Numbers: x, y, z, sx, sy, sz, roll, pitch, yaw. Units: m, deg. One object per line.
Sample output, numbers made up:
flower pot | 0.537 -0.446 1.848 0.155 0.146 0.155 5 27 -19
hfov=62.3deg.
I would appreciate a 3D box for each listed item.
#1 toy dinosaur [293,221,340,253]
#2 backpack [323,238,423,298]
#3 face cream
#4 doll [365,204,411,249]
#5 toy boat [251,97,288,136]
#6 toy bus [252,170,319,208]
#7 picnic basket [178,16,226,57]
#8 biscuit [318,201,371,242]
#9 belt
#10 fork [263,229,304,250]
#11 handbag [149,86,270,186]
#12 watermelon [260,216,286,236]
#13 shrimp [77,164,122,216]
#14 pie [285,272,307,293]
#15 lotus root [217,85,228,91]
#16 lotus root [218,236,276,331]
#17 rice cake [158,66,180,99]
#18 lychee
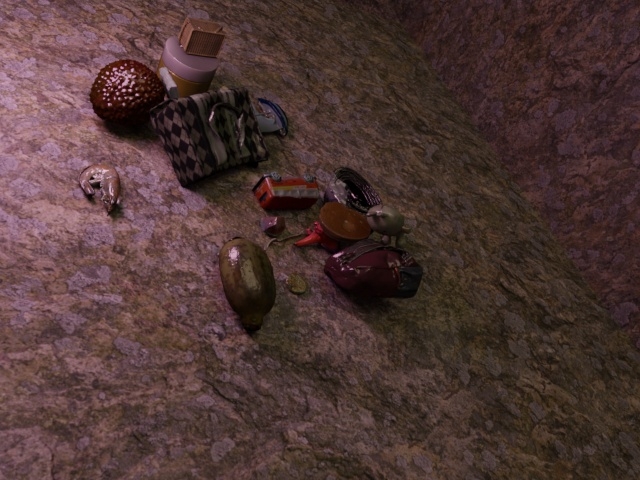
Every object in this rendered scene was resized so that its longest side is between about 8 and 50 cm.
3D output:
toy dinosaur | 0.006 0.005 2.015 0.139 0.070 0.286 58 41 -10
backpack | 0.170 0.097 1.905 0.317 0.197 0.283 2 14 -33
face cream | -0.548 -0.688 2.158 0.218 0.179 0.218 20 43 -20
doll | 0.249 -0.067 1.977 0.275 0.155 0.113 48 59 -55
toy boat | -0.259 -0.527 2.293 0.220 0.067 0.291 53 38 9
toy bus | -0.121 -0.186 2.050 0.265 0.121 0.120 -3 63 -39
picnic basket | -0.467 -0.798 2.090 0.164 0.115 0.079 -8 59 -40
biscuit | 0.087 -0.058 1.989 0.208 0.049 0.181 27 43 3
belt | 0.129 -0.151 2.169 0.184 0.164 0.289 -26 69 -19
fork | -0.130 -0.010 1.933 0.219 0.034 0.028 -26 78 -47
handbag | -0.383 -0.388 1.966 0.416 0.180 0.317 -34 103 -53
watermelon | -0.172 -0.065 1.929 0.092 0.072 0.084 35 22 4
shrimp | -0.690 -0.163 1.660 0.126 0.047 0.223 0 47 -28
pie | -0.084 0.147 1.829 0.085 0.017 0.085 19 44 -19
lotus root | -0.409 -0.534 2.177 0.143 0.070 0.144 -39 96 -17
lotus root | -0.223 0.130 1.650 0.173 0.173 0.309 0 60 -36
rice cake | -0.546 -0.531 1.985 0.043 0.237 0.127 -26 67 -10
lychee | -0.680 -0.515 1.866 0.236 0.236 0.271 42 51 5
